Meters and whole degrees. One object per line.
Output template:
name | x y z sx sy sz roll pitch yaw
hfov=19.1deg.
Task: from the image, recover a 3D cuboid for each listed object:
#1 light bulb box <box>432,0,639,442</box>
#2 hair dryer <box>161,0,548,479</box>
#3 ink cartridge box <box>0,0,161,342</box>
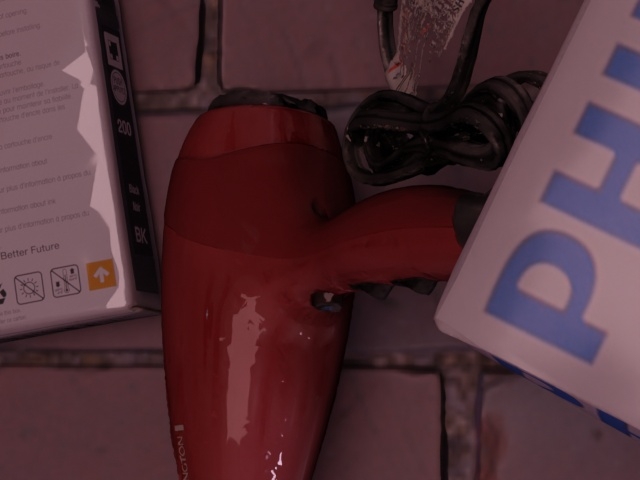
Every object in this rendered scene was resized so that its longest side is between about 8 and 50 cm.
light bulb box | 0.235 -0.067 0.566 0.225 0.361 0.358 26 91 16
hair dryer | 0.000 0.000 0.704 0.080 0.223 0.294 10 117 -20
ink cartridge box | -0.184 -0.051 0.833 0.206 0.045 0.208 -11 82 13
